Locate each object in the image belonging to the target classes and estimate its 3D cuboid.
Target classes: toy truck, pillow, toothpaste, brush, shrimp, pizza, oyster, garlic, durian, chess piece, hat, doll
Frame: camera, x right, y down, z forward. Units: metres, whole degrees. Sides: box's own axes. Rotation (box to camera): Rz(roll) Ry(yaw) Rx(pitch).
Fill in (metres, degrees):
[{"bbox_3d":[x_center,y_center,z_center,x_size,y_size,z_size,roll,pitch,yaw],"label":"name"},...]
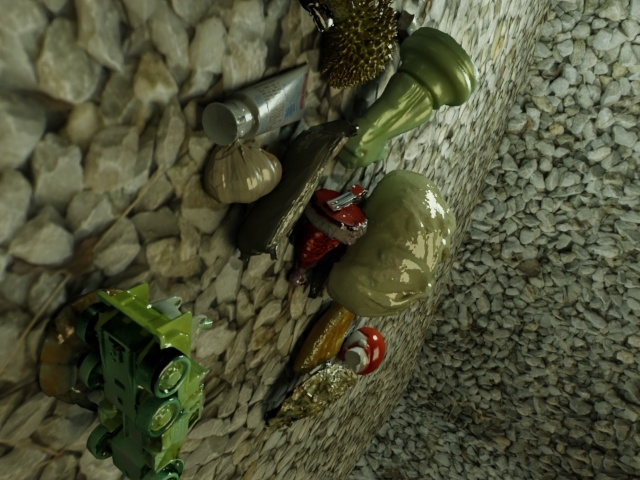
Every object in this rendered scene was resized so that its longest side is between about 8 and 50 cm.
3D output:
[{"bbox_3d":[-0.185,0.176,0.546,0.135,0.128,0.259,-25,134,-53],"label":"toy truck"},{"bbox_3d":[-0.046,-0.082,0.708,0.059,0.169,0.255,37,76,-23],"label":"pillow"},{"bbox_3d":[-0.068,-0.185,0.640,0.234,0.057,0.089,-44,151,-53],"label":"toothpaste"},{"bbox_3d":[0.017,0.043,1.061,0.028,0.034,0.190,37,73,-27],"label":"brush"},{"bbox_3d":[-0.251,0.142,0.582,0.150,0.051,0.217,-55,147,-14],"label":"shrimp"},{"bbox_3d":[0.020,0.248,1.231,0.292,0.058,0.197,-50,153,-27],"label":"pizza"},{"bbox_3d":[-0.021,0.392,1.181,0.260,0.092,0.198,-29,155,-33],"label":"oyster"},{"bbox_3d":[-0.101,-0.088,0.633,0.113,0.074,0.094,-27,149,-32],"label":"garlic"},{"bbox_3d":[0.074,-0.339,0.725,0.146,0.102,0.208,-38,141,-36],"label":"durian"},{"bbox_3d":[0.148,-0.251,0.914,0.298,0.176,0.176,-46,156,1],"label":"chess piece"},{"bbox_3d":[-0.002,-0.003,0.919,0.227,0.129,0.140,-57,-173,29],"label":"hat"},{"bbox_3d":[0.139,0.355,1.499,0.290,0.130,0.160,-6,116,-70],"label":"doll"}]

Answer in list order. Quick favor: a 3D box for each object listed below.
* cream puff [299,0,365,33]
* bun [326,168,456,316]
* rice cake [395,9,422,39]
[{"bbox_3d":[0.022,-0.338,0.546,0.169,0.183,0.183,-51,162,20],"label":"cream puff"},{"bbox_3d":[0.169,0.019,1.052,0.365,0.219,0.365,-61,175,-9],"label":"bun"},{"bbox_3d":[0.203,-0.421,0.991,0.047,0.036,0.207,-56,159,14],"label":"rice cake"}]
